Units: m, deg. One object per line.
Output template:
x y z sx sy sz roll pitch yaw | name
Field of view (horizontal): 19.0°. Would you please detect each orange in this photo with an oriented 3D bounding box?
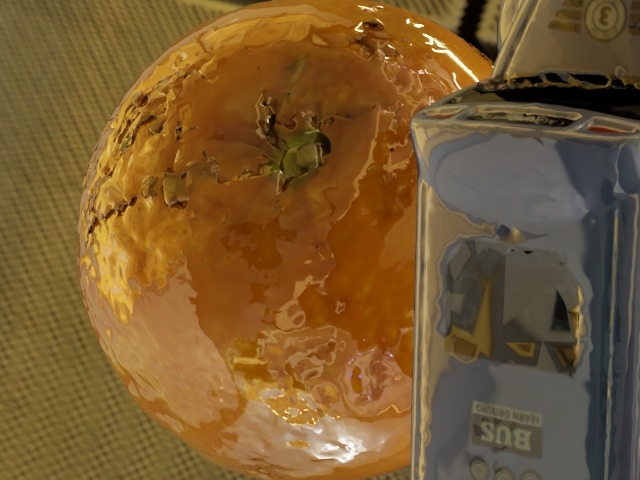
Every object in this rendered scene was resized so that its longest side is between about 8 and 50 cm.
0.000 0.000 0.960 0.246 0.246 0.246 -4 -105 17 | orange

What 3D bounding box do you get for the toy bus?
0.102 0.030 0.683 0.125 0.133 0.292 9 -79 42 | toy bus
